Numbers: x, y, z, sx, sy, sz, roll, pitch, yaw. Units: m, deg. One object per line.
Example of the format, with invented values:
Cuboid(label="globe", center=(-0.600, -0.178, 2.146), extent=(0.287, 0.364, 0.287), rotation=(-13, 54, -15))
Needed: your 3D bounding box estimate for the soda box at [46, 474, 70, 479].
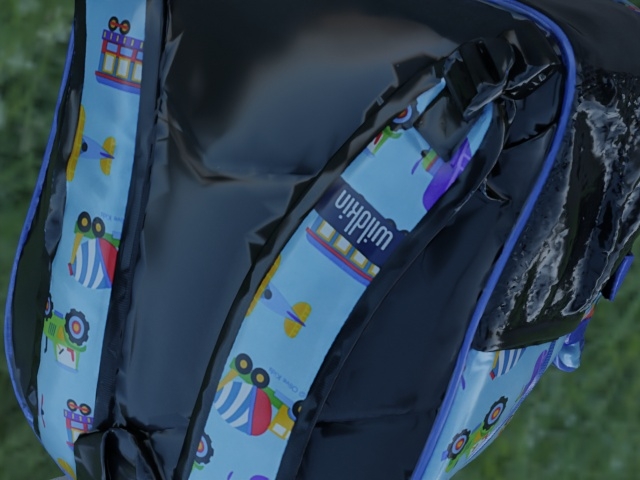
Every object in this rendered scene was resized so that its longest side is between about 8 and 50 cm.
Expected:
Cuboid(label="soda box", center=(-0.113, 0.279, 1.138), extent=(0.091, 0.286, 0.098), rotation=(-13, 135, -32))

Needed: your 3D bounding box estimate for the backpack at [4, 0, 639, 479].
Cuboid(label="backpack", center=(0.000, 0.000, 0.463), extent=(0.158, 0.173, 0.117), rotation=(29, -159, 29))
